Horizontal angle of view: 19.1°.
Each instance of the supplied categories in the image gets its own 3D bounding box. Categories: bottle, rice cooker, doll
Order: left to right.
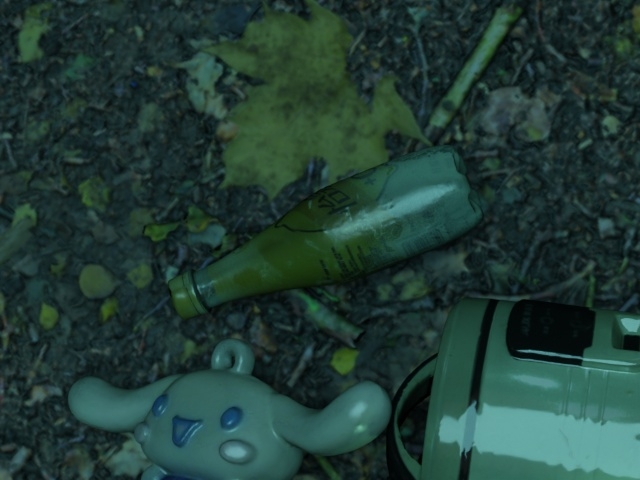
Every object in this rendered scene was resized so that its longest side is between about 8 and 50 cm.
[{"bbox_3d":[-0.057,0.210,1.518,0.311,0.159,0.242,-18,51,33],"label":"doll"},{"bbox_3d":[0.000,0.000,1.581,0.270,0.083,0.083,-21,80,9],"label":"bottle"},{"bbox_3d":[0.173,0.152,1.469,0.244,0.226,0.226,5,83,12],"label":"rice cooker"}]
